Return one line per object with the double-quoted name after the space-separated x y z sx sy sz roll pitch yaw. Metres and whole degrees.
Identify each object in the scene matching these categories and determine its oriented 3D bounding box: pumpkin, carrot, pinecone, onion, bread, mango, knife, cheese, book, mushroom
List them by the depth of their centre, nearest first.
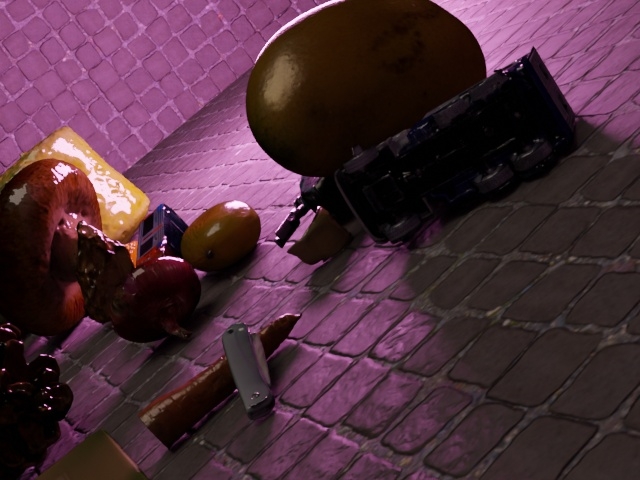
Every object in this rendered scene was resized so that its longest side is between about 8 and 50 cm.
-0.078 0.141 1.255 0.044 0.023 0.162 -22 31 -4 "knife"
-0.305 0.328 1.276 0.239 0.035 0.352 -40 14 -14 "book"
-0.111 0.154 1.324 0.224 0.057 0.057 -39 15 -16 "carrot"
0.000 0.001 1.511 0.084 0.060 0.041 -49 18 -13 "cheese"
0.057 -0.203 1.519 0.378 0.264 0.221 -27 -20 -38 "mango"
-0.478 0.238 1.584 0.243 0.243 0.257 -43 36 -20 "pinecone"
-0.227 0.106 1.657 0.150 0.140 0.150 -34 -30 -24 "onion"
-0.169 -0.006 1.857 0.137 0.091 0.237 -35 8 -13 "mango"
-0.482 0.003 2.153 0.356 0.331 0.334 -16 4 20 "mushroom"
-0.415 0.042 2.342 0.083 0.054 0.074 -11 26 14 "pumpkin"
-0.603 -0.071 2.617 0.348 0.308 0.348 -36 19 14 "bread"

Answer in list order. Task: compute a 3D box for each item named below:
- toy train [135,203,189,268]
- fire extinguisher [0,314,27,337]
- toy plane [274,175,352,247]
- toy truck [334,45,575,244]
-0.282 0.024 2.026 0.089 0.086 0.409 -38 15 3 "toy train"
-0.607 0.154 2.331 0.106 0.147 0.337 -14 16 27 "fire extinguisher"
0.013 -0.106 1.724 0.155 0.106 0.382 -45 17 22 "toy plane"
0.161 -0.111 1.347 0.268 0.124 0.155 -29 10 24 "toy truck"
